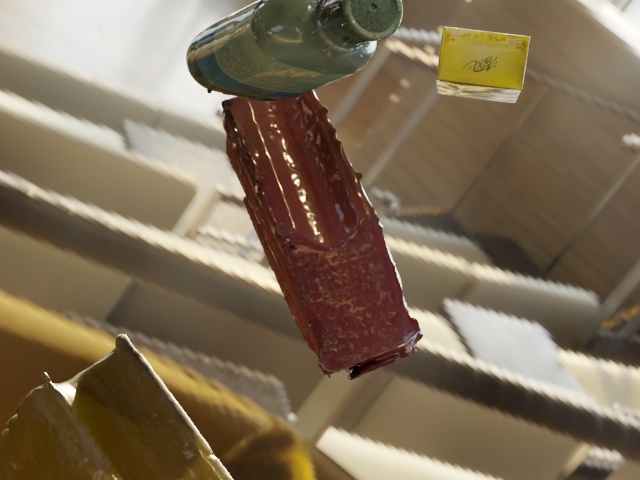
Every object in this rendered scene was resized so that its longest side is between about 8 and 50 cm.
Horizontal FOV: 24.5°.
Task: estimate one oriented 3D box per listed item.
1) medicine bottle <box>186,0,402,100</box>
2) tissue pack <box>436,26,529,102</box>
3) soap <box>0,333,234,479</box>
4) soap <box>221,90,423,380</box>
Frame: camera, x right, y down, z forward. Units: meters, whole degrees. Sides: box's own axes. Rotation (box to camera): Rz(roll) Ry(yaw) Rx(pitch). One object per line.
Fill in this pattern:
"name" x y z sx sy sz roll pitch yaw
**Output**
"medicine bottle" -0.015 -0.134 0.986 0.090 0.054 0.208 9 -9 -26
"tissue pack" 0.180 -0.194 1.650 0.095 0.062 0.176 7 0 4
"soap" -0.191 0.313 1.468 0.156 0.293 0.335 -24 71 -47
"soap" 0.000 0.000 1.443 0.182 0.112 0.289 75 -7 -68
